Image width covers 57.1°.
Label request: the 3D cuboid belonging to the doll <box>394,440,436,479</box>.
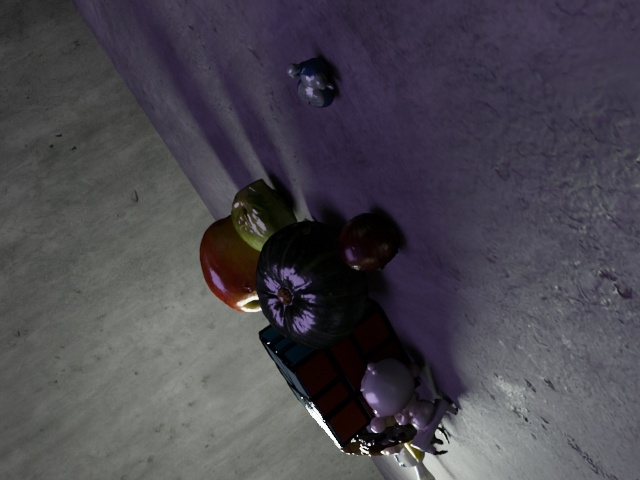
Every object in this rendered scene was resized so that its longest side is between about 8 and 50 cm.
[{"bbox_3d":[0.297,0.716,2.053,0.237,0.111,0.252,24,137,64],"label":"doll"}]

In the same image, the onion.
[{"bbox_3d":[0.085,0.008,1.078,0.119,0.118,0.117,56,163,-3],"label":"onion"}]

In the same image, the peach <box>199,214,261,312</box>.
[{"bbox_3d":[-0.271,0.071,2.100,0.373,0.372,0.290,53,134,11],"label":"peach"}]

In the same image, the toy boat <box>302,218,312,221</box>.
[{"bbox_3d":[0.000,0.000,1.492,0.149,0.047,0.049,51,180,31],"label":"toy boat"}]

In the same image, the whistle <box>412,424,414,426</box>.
[{"bbox_3d":[0.309,0.593,1.873,0.100,0.035,0.035,60,166,-24],"label":"whistle"}]

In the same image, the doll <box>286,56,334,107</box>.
[{"bbox_3d":[-0.006,-0.241,0.912,0.076,0.050,0.083,29,155,23],"label":"doll"}]

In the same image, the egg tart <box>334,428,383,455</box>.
[{"bbox_3d":[0.101,0.516,1.843,0.129,0.341,0.341,-30,96,35],"label":"egg tart"}]

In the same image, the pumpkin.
[{"bbox_3d":[-0.017,0.100,1.369,0.300,0.207,0.300,23,121,45],"label":"pumpkin"}]

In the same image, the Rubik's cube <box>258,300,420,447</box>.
[{"bbox_3d":[0.044,0.317,1.586,0.288,0.283,0.294,27,146,62],"label":"Rubik's cube"}]

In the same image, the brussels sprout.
[{"bbox_3d":[-0.153,-0.057,1.639,0.223,0.161,0.223,48,171,10],"label":"brussels sprout"}]

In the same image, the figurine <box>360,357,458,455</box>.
[{"bbox_3d":[0.192,0.387,1.421,0.256,0.182,0.144,37,-177,-10],"label":"figurine"}]

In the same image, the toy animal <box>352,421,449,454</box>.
[{"bbox_3d":[0.217,0.533,1.607,0.260,0.243,0.087,54,-150,-57],"label":"toy animal"}]

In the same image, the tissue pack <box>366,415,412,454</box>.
[{"bbox_3d":[0.192,0.498,1.751,0.090,0.186,0.222,-12,117,35],"label":"tissue pack"}]
